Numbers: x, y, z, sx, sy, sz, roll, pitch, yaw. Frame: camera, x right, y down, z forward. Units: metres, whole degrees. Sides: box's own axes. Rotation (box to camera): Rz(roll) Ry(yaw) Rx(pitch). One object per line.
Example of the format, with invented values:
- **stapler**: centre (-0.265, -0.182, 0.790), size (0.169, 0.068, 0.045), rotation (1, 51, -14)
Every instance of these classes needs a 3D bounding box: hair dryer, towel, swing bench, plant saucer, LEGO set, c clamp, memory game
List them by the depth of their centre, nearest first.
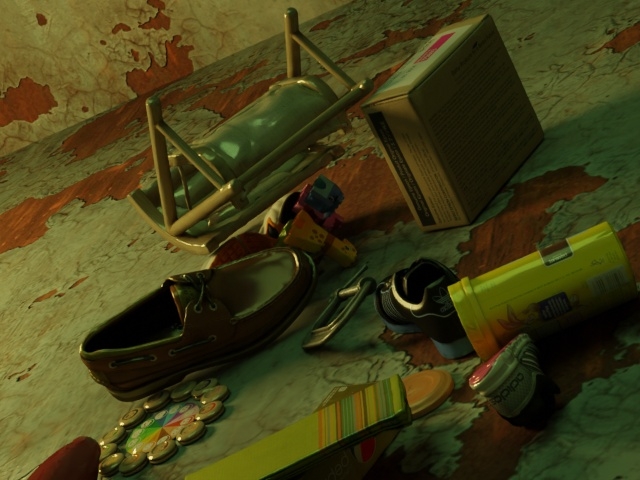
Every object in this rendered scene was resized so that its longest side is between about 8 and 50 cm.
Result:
- **towel**: centre (-0.024, 0.198, 1.473), size (0.237, 0.021, 0.102), rotation (-27, 13, 7)
- **plant saucer**: centre (0.097, 0.157, 1.600), size (0.083, 0.013, 0.083), rotation (-25, 18, 9)
- **hair dryer**: centre (-0.350, 0.311, 1.720), size (0.293, 0.080, 0.224), rotation (-39, 21, -30)
- **c clamp**: centre (0.026, 0.073, 1.834), size (0.137, 0.022, 0.161), rotation (-48, 8, -11)
- **memory game**: centre (-0.190, 0.218, 1.845), size (0.186, 0.012, 0.186), rotation (-25, 18, 9)
- **swing bench**: centre (-0.094, -0.123, 2.027), size (0.253, 0.165, 0.254), rotation (-38, -14, -27)
- **LEGO set**: centre (0.000, 0.000, 2.053), size (0.087, 0.093, 0.227), rotation (-50, 9, 41)

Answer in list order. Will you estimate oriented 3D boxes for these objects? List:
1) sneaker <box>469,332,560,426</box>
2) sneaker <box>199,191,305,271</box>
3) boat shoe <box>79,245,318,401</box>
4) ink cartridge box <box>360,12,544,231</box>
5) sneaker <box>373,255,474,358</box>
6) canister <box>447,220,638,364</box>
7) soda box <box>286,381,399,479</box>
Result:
- **sneaker**: centre (0.187, 0.136, 1.465), size (0.063, 0.075, 0.170), rotation (-42, -7, 12)
- **sneaker**: centre (-0.103, 0.031, 2.115), size (0.121, 0.099, 0.262), rotation (-23, 10, 37)
- **boat shoe**: centre (-0.148, 0.093, 1.914), size (0.307, 0.104, 0.110), rotation (-32, 51, 1)
- **ink cartridge box**: centre (0.175, -0.154, 2.026), size (0.088, 0.193, 0.234), rotation (-11, 25, 42)
- **sneaker**: centre (0.109, 0.056, 1.724), size (0.081, 0.090, 0.232), rotation (-33, 19, -13)
- **canister**: centre (0.223, 0.052, 1.548), size (0.170, 0.073, 0.126), rotation (-24, -21, 7)
- **soda box**: centre (0.004, 0.214, 1.511), size (0.061, 0.058, 0.181), rotation (-11, 25, 41)
